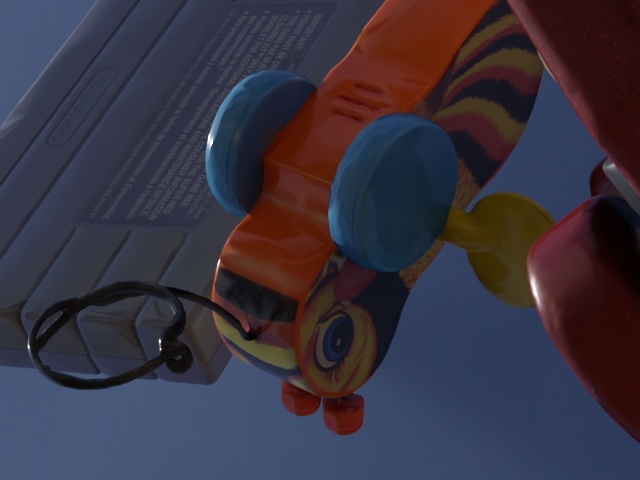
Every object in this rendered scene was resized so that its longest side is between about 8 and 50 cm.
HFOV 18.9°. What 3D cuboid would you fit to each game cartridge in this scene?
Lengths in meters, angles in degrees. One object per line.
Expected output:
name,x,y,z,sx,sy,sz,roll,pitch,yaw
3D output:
game cartridge,-0.083,-0.058,1.143,0.230,0.068,0.355,7,-135,26

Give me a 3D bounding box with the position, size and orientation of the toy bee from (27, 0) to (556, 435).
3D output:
toy bee,0.000,0.000,0.888,0.298,0.195,0.162,-29,-46,-13

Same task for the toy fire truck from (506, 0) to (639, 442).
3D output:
toy fire truck,0.132,-0.081,0.725,0.169,0.302,0.254,-41,-91,23
